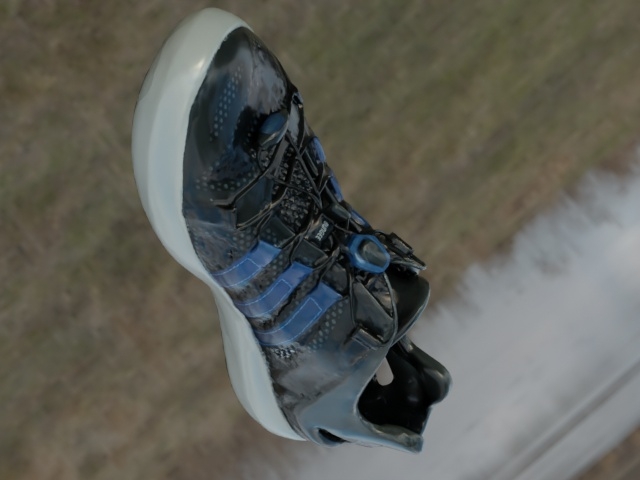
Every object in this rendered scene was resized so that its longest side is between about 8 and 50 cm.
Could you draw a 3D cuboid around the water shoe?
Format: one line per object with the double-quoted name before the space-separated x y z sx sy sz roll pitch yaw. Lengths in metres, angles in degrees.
"water shoe" 0.000 0.000 0.599 0.073 0.080 0.203 -64 152 -30
